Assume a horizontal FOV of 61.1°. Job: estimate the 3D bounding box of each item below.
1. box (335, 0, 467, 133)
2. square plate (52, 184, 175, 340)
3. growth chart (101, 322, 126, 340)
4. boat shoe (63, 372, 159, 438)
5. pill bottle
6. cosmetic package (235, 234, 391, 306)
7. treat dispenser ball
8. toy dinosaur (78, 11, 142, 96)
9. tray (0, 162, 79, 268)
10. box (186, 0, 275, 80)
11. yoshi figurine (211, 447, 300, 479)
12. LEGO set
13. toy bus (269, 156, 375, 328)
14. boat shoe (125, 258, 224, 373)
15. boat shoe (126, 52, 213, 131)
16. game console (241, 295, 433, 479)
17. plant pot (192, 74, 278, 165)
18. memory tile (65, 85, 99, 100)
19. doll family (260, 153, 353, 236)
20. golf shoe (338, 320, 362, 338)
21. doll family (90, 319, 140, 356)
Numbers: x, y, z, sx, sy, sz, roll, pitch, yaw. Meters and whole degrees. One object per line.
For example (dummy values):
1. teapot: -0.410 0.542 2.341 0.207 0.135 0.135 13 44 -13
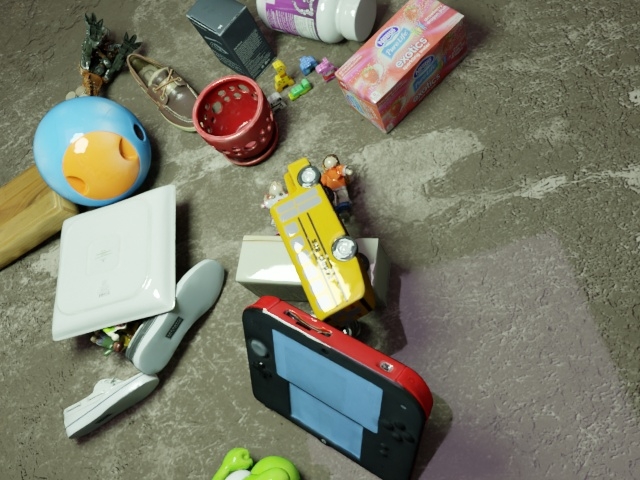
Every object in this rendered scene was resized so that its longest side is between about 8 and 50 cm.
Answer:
1. box: 0.203 -0.438 1.339 0.300 0.142 0.154 -44 63 -2
2. square plate: -0.514 0.043 1.331 0.347 0.049 0.344 -16 61 15
3. growth chart: -0.480 0.123 1.353 0.172 0.021 0.237 21 61 31
4. boat shoe: -0.504 0.369 1.284 0.258 0.095 0.084 -32 68 3
5. pill bottle: -0.009 -0.632 1.468 0.301 0.169 0.169 22 78 24
6. cosmetic package: -0.012 0.068 1.205 0.309 0.160 0.113 1 70 17
7. treat dispenser ball: -0.599 -0.235 1.438 0.288 0.288 0.288 -6 68 16
8. toy dinosaur: -0.667 -0.549 1.664 0.218 0.164 0.322 -38 66 38
9. tray: -0.882 -0.061 1.554 0.411 0.076 0.203 -29 64 13
10. box: -0.242 -0.562 1.494 0.153 0.207 0.108 38 85 26
11. yoshi figurine: -0.182 0.538 1.102 0.362 0.203 0.203 -26 23 22
12. LEGO set: -0.073 -0.444 1.457 0.227 0.093 0.087 -31 64 5
13. toy bus: 0.000 0.000 1.082 0.130 0.108 0.333 -29 63 6
14. boat shoe: -0.353 0.169 1.306 0.105 0.113 0.306 19 74 42
15. boat shoe: -0.445 -0.436 1.558 0.123 0.123 0.342 -44 63 -2
16. game console: 0.016 0.295 1.030 0.386 0.342 0.060 25 43 25
17. plant pot: -0.206 -0.298 1.399 0.191 0.174 0.191 -7 68 16
18. memory tile: -0.746 -0.434 1.717 0.113 0.012 0.148 -28 63 6
19. doll family: -0.014 -0.113 1.317 0.263 0.118 0.163 -21 70 29
20. golf shoe: 0.019 0.247 1.163 0.077 0.094 0.198 18 78 22
21. doll family: -0.474 0.203 1.351 0.111 0.076 0.193 15 72 27
